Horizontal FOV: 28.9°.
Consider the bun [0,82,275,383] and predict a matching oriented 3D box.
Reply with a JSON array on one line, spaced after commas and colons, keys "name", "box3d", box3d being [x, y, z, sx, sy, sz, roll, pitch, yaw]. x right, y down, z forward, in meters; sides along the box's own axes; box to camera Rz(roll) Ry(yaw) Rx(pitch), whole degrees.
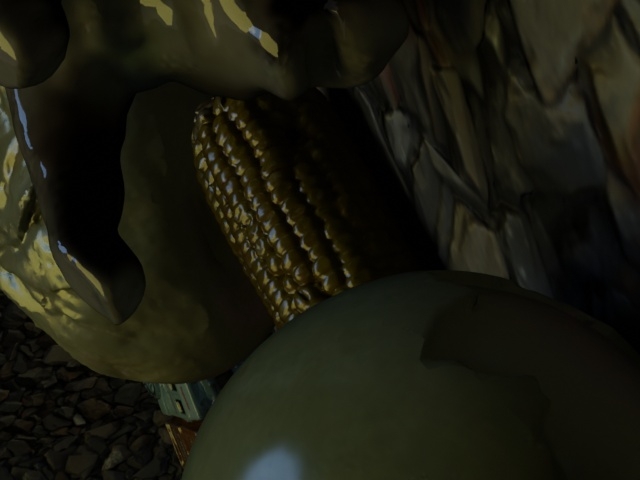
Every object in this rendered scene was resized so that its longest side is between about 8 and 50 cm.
[{"name": "bun", "box3d": [-0.186, -0.031, 1.017, 0.361, 0.213, 0.361, 42, 161, 18]}]

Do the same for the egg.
[{"name": "egg", "box3d": [0.041, 0.101, 0.427, 0.217, 0.183, 0.183, 126, 124, -75]}]

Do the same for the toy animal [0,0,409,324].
[{"name": "toy animal", "box3d": [-0.087, -0.164, 0.576, 0.344, 0.302, 0.194, 32, 152, 33]}]

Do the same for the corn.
[{"name": "corn", "box3d": [0.000, 0.000, 0.696, 0.097, 0.097, 0.262, 88, 157, -54]}]

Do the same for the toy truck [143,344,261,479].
[{"name": "toy truck", "box3d": [-0.092, 0.209, 1.381, 0.184, 0.133, 0.338, -6, 106, 68]}]
